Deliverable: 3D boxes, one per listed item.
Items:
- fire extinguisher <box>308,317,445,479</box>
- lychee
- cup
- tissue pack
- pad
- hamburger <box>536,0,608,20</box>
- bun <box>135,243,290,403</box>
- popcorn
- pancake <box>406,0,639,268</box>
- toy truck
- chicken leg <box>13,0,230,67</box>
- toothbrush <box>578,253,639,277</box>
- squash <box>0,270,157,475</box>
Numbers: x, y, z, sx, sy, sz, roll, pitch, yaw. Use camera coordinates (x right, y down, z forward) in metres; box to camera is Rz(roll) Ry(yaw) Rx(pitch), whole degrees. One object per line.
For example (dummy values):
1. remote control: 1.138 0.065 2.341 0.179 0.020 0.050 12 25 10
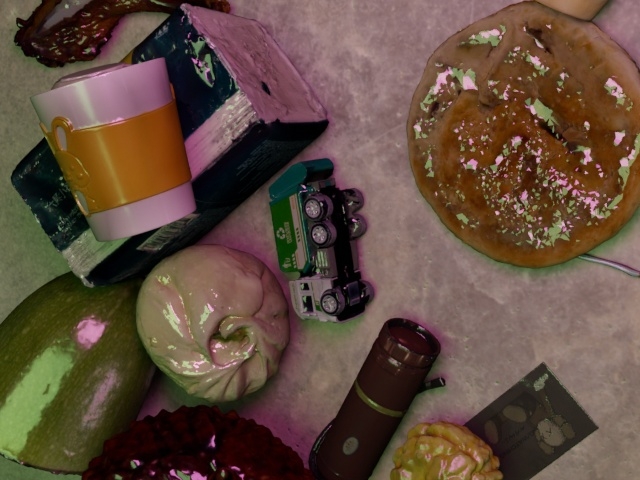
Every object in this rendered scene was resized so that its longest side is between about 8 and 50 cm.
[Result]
1. fire extinguisher: 0.086 0.287 1.652 0.141 0.105 0.341 23 115 -4
2. lychee: -0.184 0.456 1.615 0.424 0.424 0.500 46 144 10
3. cup: -0.284 -0.124 1.434 0.241 0.185 0.226 -3 108 55
4. tissue pack: -0.227 -0.144 1.626 0.416 0.264 0.253 -38 82 23
5. pad: 0.312 0.291 1.608 0.190 0.004 0.127 -44 80 23
6. hamburger: 0.332 -0.361 1.432 0.141 0.126 0.081 28 117 11
7. bun: -0.152 0.130 1.649 0.160 0.259 0.259 8 103 57
8. popcorn: 0.183 0.363 1.594 0.173 0.142 0.173 0 88 14
9. pancake: 0.293 -0.148 1.503 0.387 0.082 0.387 4 99 28
10. toy truck: 0.000 0.000 1.640 0.124 0.114 0.253 -3 97 37
11. chicken leg: -0.343 -0.383 1.735 0.407 0.096 0.158 -5 100 21
12. toothbrush: 0.434 0.042 1.513 0.193 0.013 0.019 21 114 18
13. squash: -0.408 0.178 1.737 0.310 0.310 0.309 34 108 15
